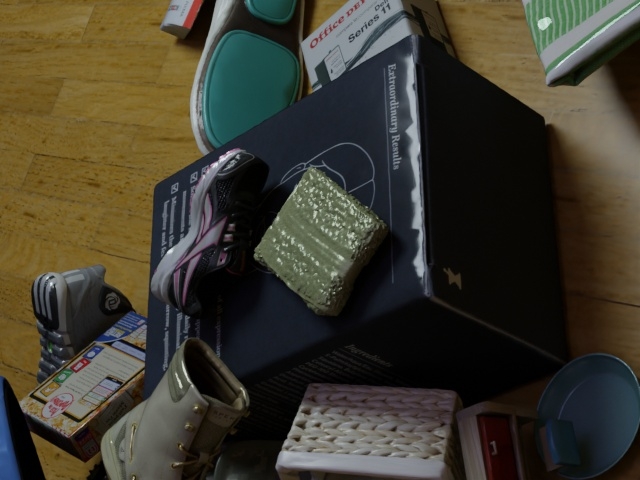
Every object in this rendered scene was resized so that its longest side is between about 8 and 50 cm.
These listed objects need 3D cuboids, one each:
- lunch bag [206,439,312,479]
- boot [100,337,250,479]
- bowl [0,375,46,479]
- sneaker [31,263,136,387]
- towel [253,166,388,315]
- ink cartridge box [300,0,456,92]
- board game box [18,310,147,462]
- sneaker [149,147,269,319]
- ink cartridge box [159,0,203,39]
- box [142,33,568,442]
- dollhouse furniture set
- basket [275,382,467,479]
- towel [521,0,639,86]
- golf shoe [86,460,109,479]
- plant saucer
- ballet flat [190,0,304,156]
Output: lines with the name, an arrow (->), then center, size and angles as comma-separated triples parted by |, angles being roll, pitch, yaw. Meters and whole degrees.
lunch bag -> -0.083, 0.332, 1.593 | 0.287, 0.169, 0.235 | -15, 54, 34
boot -> -0.121, 0.216, 1.480 | 0.165, 0.077, 0.213 | -50, 49, 28
bowl -> -0.335, 0.335, 1.748 | 0.077, 0.391, 0.391 | -16, 45, -8
sneaker -> -0.289, 0.135, 2.004 | 0.086, 0.132, 0.228 | 29, 127, 43
towel -> 0.000, 0.000, 1.459 | 0.110, 0.027, 0.148 | -58, 38, 5
ink cartridge box -> 0.072, -0.182, 1.772 | 0.153, 0.087, 0.208 | -39, 43, 26
board game box -> -0.255, 0.172, 1.893 | 0.193, 0.045, 0.147 | -39, 30, -24
sneaker -> -0.091, 0.000, 1.542 | 0.077, 0.072, 0.178 | 37, 106, 39
ink cartridge box -> -0.166, -0.350, 2.108 | 0.179, 0.045, 0.145 | 172, 122, -83
box -> 0.025, 0.028, 1.605 | 0.395, 0.212, 0.293 | -26, 51, 38
dollhouse furniture set -> 0.183, 0.218, 1.356 | 0.129, 0.129, 0.183 | -29, 59, 40
basket -> 0.059, 0.205, 1.478 | 0.167, 0.113, 0.103 | 2, 51, 22
towel -> 0.282, -0.327, 1.557 | 0.248, 0.038, 0.324 | -38, 45, 31
golf shoe -> -0.213, 0.314, 1.806 | 0.105, 0.120, 0.273 | -46, 19, 29
plant saucer -> 0.248, 0.162, 1.431 | 0.119, 0.021, 0.119 | -27, 50, 37
ballet flat -> -0.092, -0.240, 1.979 | 0.139, 0.139, 0.400 | -19, 52, 41
